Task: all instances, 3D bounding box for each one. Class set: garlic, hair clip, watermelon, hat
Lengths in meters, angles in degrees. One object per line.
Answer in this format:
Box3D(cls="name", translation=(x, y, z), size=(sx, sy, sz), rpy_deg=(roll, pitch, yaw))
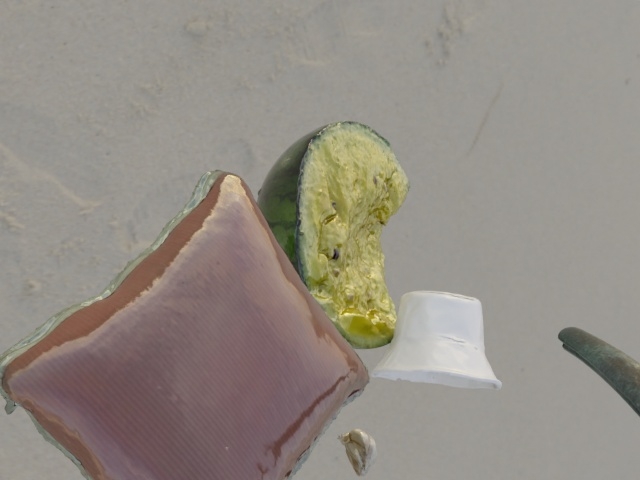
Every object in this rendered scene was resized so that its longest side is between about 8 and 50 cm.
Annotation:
Box3D(cls="garlic", translation=(0.093, 0.481, 1.921), size=(0.074, 0.094, 0.113), rpy_deg=(-24, 134, -23))
Box3D(cls="hair clip", translation=(0.231, 0.118, 0.569), size=(0.039, 0.229, 0.070), rpy_deg=(-23, 126, -6))
Box3D(cls="watermelon", translation=(0.000, 0.000, 1.250), size=(0.331, 0.189, 0.331), rpy_deg=(20, 64, -47))
Box3D(cls="hat", translation=(0.169, 0.141, 1.198), size=(0.203, 0.203, 0.126), rpy_deg=(21, 73, -50))

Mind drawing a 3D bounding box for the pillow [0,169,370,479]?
Box3D(cls="pillow", translation=(-0.059, 0.073, 0.449), size=(0.171, 0.075, 0.179), rpy_deg=(55, 47, -18))
